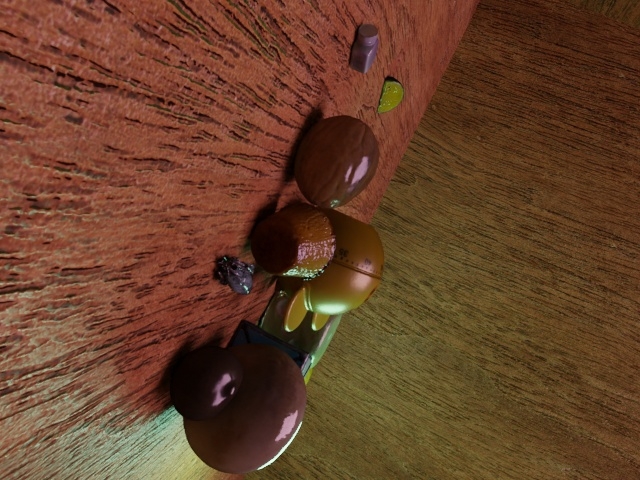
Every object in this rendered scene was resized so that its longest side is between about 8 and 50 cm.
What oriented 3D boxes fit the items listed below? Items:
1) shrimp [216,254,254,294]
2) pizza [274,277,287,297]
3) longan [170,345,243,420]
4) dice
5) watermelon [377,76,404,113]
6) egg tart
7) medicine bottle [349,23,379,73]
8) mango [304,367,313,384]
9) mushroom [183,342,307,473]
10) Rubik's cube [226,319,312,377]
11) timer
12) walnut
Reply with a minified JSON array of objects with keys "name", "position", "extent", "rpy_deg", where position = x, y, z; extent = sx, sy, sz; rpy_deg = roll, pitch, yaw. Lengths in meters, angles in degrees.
[{"name":"shrimp","position":[-0.204,0.075,1.327],"extent":[0.090,0.079,0.233],"rpy_deg":[-24,158,-4]},{"name":"pizza","position":[-0.058,0.142,1.915],"extent":[0.201,0.193,0.053],"rpy_deg":[-50,139,-36]},{"name":"longan","position":[-0.282,0.347,1.350],"extent":[0.189,0.189,0.189],"rpy_deg":[-60,170,-18]},{"name":"dice","position":[-0.077,0.317,2.084],"extent":[0.251,0.250,0.254],"rpy_deg":[-64,170,3]},{"name":"watermelon","position":[0.281,-0.565,2.135],"extent":[0.092,0.075,0.181],"rpy_deg":[-53,168,-29]},{"name":"egg tart","position":[-0.081,0.007,1.454],"extent":[0.171,0.215,0.215],"rpy_deg":[-12,130,-59]},{"name":"medicine bottle","position":[0.121,-0.519,1.483],"extent":[0.074,0.055,0.118],"rpy_deg":[-58,170,-24]},{"name":"mango","position":[-0.181,0.597,2.387],"extent":[0.445,0.221,0.301],"rpy_deg":[-38,156,-61]},{"name":"mushroom","position":[-0.195,0.467,1.529],"extent":[0.362,0.363,0.294],"rpy_deg":[-58,136,-26]},{"name":"Rubik's cube","position":[-0.191,0.436,1.817],"extent":[0.254,0.260,0.260],"rpy_deg":[88,26,-73]},{"name":"timer","position":[0.008,0.097,1.688],"extent":[0.376,0.377,0.386],"rpy_deg":[15,98,-80]},{"name":"walnut","position":[0.042,-0.205,1.466],"extent":[0.260,0.225,0.225],"rpy_deg":[-60,171,16]}]
